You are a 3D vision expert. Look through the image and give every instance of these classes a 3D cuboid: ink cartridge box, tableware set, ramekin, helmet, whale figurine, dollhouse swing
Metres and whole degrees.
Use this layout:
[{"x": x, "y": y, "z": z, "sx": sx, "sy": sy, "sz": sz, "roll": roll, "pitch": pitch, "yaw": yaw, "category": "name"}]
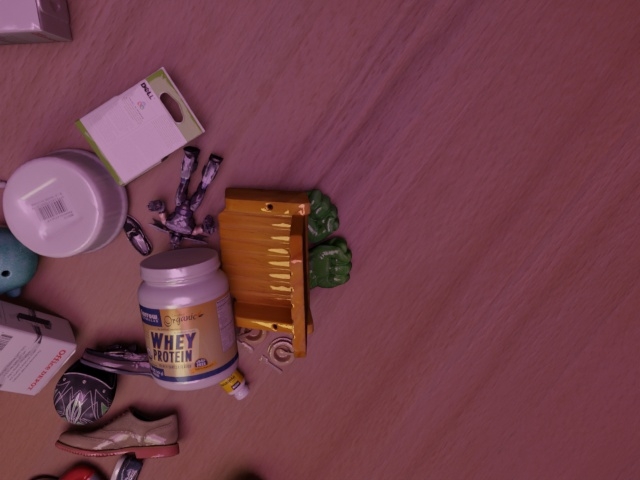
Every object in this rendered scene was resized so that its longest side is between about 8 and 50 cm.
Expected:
[{"x": -0.738, "y": -0.553, "z": 1.243, "sx": 0.270, "sy": 0.198, "sz": 0.197, "roll": -4, "pitch": 103, "yaw": -4, "category": "ink cartridge box"}, {"x": -0.807, "y": 0.273, "z": 1.416, "sx": 0.197, "sy": 0.114, "sz": 0.273, "roll": -47, "pitch": 139, "yaw": 7, "category": "ink cartridge box"}, {"x": -0.149, "y": 0.293, "z": 1.578, "sx": 0.194, "sy": 0.039, "sz": 0.128, "roll": 38, "pitch": 98, "yaw": -12, "category": "tableware set"}, {"x": -0.642, "y": -0.089, "z": 1.384, "sx": 0.277, "sy": 0.135, "sz": 0.277, "roll": 0, "pitch": 101, "yaw": 1, "category": "ramekin"}, {"x": -0.639, "y": 0.415, "z": 1.500, "sx": 0.169, "sy": 0.161, "sz": 0.170, "roll": -1, "pitch": 109, "yaw": -2, "category": "helmet"}, {"x": -0.441, "y": -0.283, "z": 1.386, "sx": 0.255, "sy": 0.097, "sz": 0.189, "roll": -32, "pitch": 104, "yaw": 2, "category": "ink cartridge box"}, {"x": -0.838, "y": 0.091, "z": 1.384, "sx": 0.272, "sy": 0.141, "sz": 0.216, "roll": -46, "pitch": 134, "yaw": -12, "category": "whale figurine"}, {"x": -0.149, "y": 0.083, "z": 1.339, "sx": 0.315, "sy": 0.305, "sz": 0.347, "roll": 5, "pitch": 111, "yaw": 14, "category": "dollhouse swing"}]

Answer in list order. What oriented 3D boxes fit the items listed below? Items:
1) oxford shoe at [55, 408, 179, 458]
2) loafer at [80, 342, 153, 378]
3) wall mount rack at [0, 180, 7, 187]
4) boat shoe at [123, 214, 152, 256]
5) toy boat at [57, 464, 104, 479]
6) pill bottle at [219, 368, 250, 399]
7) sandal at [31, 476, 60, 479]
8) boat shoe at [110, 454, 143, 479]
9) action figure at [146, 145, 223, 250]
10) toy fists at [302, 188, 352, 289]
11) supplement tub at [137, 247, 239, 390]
[{"x": -0.576, "y": 0.550, "z": 1.588, "sx": 0.348, "sy": 0.123, "sz": 0.130, "roll": 2, "pitch": 77, "yaw": -4, "category": "oxford shoe"}, {"x": -0.501, "y": 0.327, "z": 1.539, "sx": 0.302, "sy": 0.109, "sz": 0.095, "roll": 16, "pitch": 83, "yaw": -14, "category": "loafer"}, {"x": -0.973, "y": -0.052, "z": 1.391, "sx": 0.304, "sy": 0.130, "sz": 0.350, "roll": 7, "pitch": 103, "yaw": -3, "category": "wall mount rack"}, {"x": -0.495, "y": -0.012, "z": 1.476, "sx": 0.046, "sy": 0.038, "sz": 0.125, "roll": -27, "pitch": 104, "yaw": 4, "category": "boat shoe"}, {"x": -0.704, "y": 0.757, "z": 1.550, "sx": 0.231, "sy": 0.151, "sz": 0.151, "roll": -45, "pitch": 107, "yaw": -33, "category": "toy boat"}, {"x": -0.256, "y": 0.399, "z": 1.582, "sx": 0.065, "sy": 0.065, "sz": 0.116, "roll": -37, "pitch": 104, "yaw": 5, "category": "pill bottle"}, {"x": -0.771, "y": 0.772, "z": 1.636, "sx": 0.219, "sy": 0.060, "sz": 0.090, "roll": 34, "pitch": 99, "yaw": -11, "category": "sandal"}, {"x": -0.583, "y": 0.759, "z": 1.634, "sx": 0.079, "sy": 0.095, "sz": 0.255, "roll": 16, "pitch": 93, "yaw": 3, "category": "boat shoe"}, {"x": -0.349, "y": -0.098, "z": 1.439, "sx": 0.185, "sy": 0.099, "sz": 0.285, "roll": 16, "pitch": 106, "yaw": -18, "category": "action figure"}, {"x": 0.000, "y": 0.000, "z": 1.489, "sx": 0.142, "sy": 0.096, "sz": 0.279, "roll": -19, "pitch": 103, "yaw": 0, "category": "toy fists"}, {"x": -0.338, "y": 0.194, "z": 1.412, "sx": 0.228, "sy": 0.228, "sz": 0.316, "roll": -6, "pitch": 104, "yaw": -3, "category": "supplement tub"}]
